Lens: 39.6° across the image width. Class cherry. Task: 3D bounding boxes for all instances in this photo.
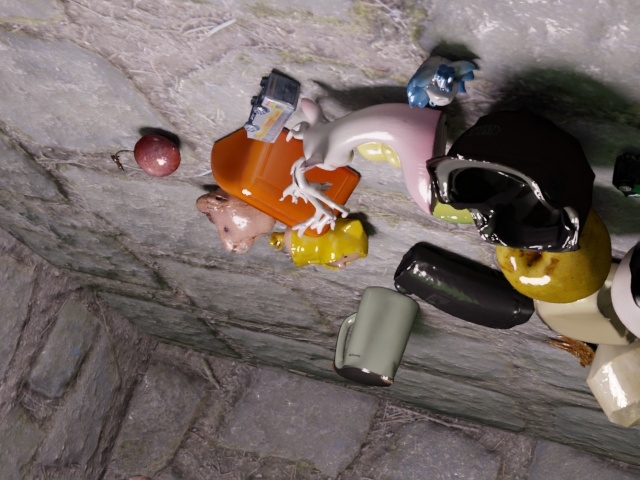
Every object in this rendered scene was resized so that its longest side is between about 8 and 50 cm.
[{"bbox_3d":[-0.391,-0.186,2.024,0.107,0.090,0.225,29,158,-32],"label":"cherry"}]

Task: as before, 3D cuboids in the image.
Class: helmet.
[{"bbox_3d":[0.321,-0.113,1.423,0.225,0.177,0.305,10,154,47],"label":"helmet"}]

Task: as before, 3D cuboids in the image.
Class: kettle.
[{"bbox_3d":[0.144,0.277,2.511,0.240,0.255,0.165,1,156,43],"label":"kettle"}]

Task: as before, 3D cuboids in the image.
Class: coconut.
[{"bbox_3d":[0.753,0.332,2.167,0.202,0.222,0.202,-18,157,-8],"label":"coconut"}]

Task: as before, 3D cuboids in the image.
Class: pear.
[{"bbox_3d":[0.436,0.018,1.636,0.209,0.209,0.209,17,160,6],"label":"pear"}]

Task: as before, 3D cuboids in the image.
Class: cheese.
[{"bbox_3d":[0.582,0.131,1.903,0.233,0.127,0.266,1,156,36],"label":"cheese"}]

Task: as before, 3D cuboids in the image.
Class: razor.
[{"bbox_3d":[0.339,0.119,2.123,0.327,0.107,0.189,22,159,-7],"label":"razor"}]

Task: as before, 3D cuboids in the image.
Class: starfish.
[{"bbox_3d":[0.717,0.301,2.351,0.227,0.043,0.240,19,158,-2],"label":"starfish"}]

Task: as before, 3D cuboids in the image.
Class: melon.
[{"bbox_3d":[0.297,-0.082,1.702,0.118,0.064,0.209,28,157,-8],"label":"melon"}]

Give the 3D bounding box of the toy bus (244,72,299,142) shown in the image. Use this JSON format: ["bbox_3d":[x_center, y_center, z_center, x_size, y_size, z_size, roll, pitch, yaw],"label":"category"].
[{"bbox_3d":[-0.092,-0.240,1.643,0.075,0.064,0.190,18,161,-12],"label":"toy bus"}]

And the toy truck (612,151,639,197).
[{"bbox_3d":[0.543,-0.102,1.405,0.147,0.065,0.079,1,157,38],"label":"toy truck"}]

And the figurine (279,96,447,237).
[{"bbox_3d":[0.063,-0.128,1.592,0.315,0.206,0.284,12,158,16],"label":"figurine"}]

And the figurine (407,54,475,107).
[{"bbox_3d":[0.180,-0.237,1.367,0.114,0.079,0.114,-24,158,-11],"label":"figurine"}]

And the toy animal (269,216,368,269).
[{"bbox_3d":[-0.001,-0.001,2.087,0.229,0.156,0.156,-1,156,11],"label":"toy animal"}]

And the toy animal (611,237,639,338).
[{"bbox_3d":[0.648,0.077,1.600,0.212,0.213,0.267,16,164,9],"label":"toy animal"}]

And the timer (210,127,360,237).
[{"bbox_3d":[-0.094,-0.128,1.888,0.257,0.161,0.250,29,174,-25],"label":"timer"}]

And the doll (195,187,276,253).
[{"bbox_3d":[-0.210,-0.039,2.165,0.201,0.156,0.303,13,167,-15],"label":"doll"}]
